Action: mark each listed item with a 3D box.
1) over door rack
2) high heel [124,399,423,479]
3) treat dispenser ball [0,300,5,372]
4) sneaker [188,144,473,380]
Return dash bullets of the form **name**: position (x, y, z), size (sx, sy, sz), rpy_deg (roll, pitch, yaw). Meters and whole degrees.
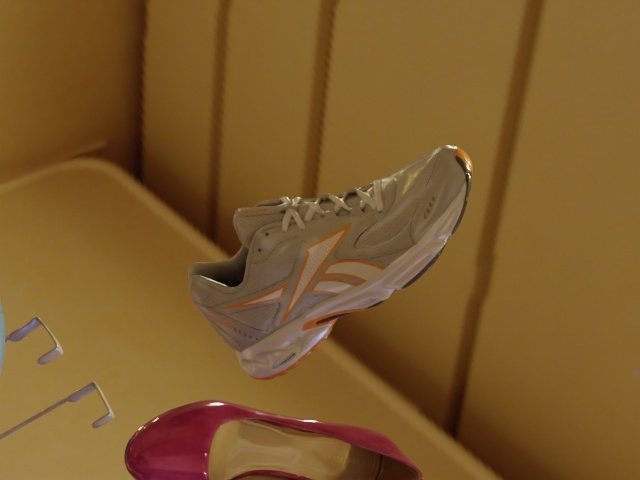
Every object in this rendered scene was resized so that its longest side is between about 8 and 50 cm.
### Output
- **over door rack**: position (-0.448, 0.195, 1.666), size (0.239, 0.324, 0.108), rpy_deg (70, 1, -61)
- **high heel**: position (-0.033, 0.179, 1.063), size (0.117, 0.244, 0.082), rpy_deg (4, -99, 46)
- **treat dispenser ball**: position (-0.408, 0.081, 1.098), size (0.288, 0.288, 0.288), rpy_deg (30, -49, 41)
- **sneaker**: position (0.000, 0.000, 1.048), size (0.262, 0.099, 0.121), rpy_deg (-40, -73, 20)
